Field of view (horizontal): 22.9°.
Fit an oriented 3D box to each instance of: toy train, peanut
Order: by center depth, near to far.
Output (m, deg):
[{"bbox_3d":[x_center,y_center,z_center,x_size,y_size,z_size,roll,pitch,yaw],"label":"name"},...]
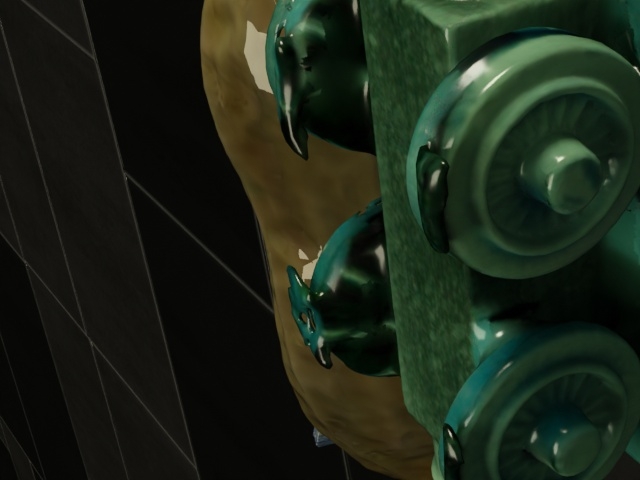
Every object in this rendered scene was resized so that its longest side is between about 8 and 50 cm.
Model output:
[{"bbox_3d":[0.080,-0.017,0.463,0.112,0.163,0.203,45,149,50],"label":"toy train"},{"bbox_3d":[0.024,-0.015,0.678,0.136,0.120,0.298,-100,-2,-61],"label":"peanut"}]

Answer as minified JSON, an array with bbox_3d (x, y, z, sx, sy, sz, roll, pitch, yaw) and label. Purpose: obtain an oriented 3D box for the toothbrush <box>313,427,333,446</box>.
[{"bbox_3d":[0.002,0.000,0.885,0.030,0.030,0.304,45,147,46],"label":"toothbrush"}]
